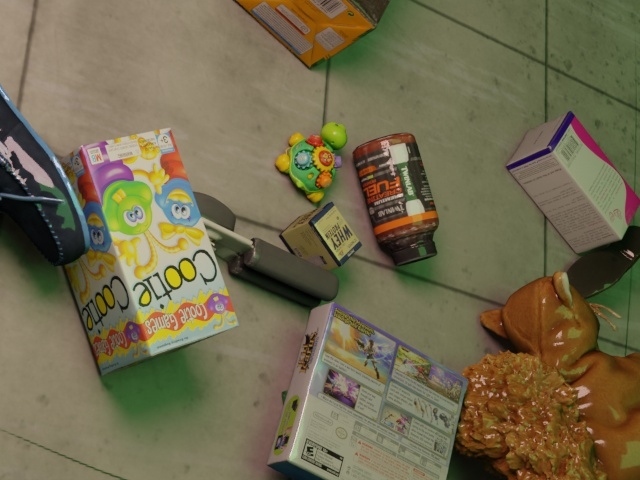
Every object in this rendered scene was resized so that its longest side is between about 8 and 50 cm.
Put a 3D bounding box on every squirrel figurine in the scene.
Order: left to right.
[{"bbox_3d":[0.376,0.241,2.037,0.397,0.281,0.371,-11,76,-43],"label":"squirrel figurine"}]

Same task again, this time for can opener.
[{"bbox_3d":[-0.092,0.013,1.859,0.280,0.074,0.093,29,58,-28],"label":"can opener"}]

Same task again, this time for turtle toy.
[{"bbox_3d":[-0.003,-0.128,1.980,0.095,0.066,0.130,44,54,-19],"label":"turtle toy"}]

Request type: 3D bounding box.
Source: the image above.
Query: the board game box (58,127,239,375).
[{"bbox_3d":[-0.240,0.015,1.685,0.142,0.144,0.275,-17,85,-39],"label":"board game box"}]

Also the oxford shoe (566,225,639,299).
[{"bbox_3d":[0.509,0.058,2.329,0.212,0.076,0.076,-31,62,-26],"label":"oxford shoe"}]

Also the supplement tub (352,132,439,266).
[{"bbox_3d":[0.124,-0.063,2.035,0.106,0.106,0.198,-12,83,-40],"label":"supplement tub"}]

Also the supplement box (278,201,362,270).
[{"bbox_3d":[0.000,0.000,1.930,0.083,0.083,0.056,55,50,-11],"label":"supplement box"}]

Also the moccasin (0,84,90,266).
[{"bbox_3d":[-0.422,-0.101,1.617,0.116,0.138,0.342,-33,83,-36],"label":"moccasin"}]

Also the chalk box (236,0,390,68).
[{"bbox_3d":[0.025,-0.451,2.039,0.180,0.179,0.289,41,53,-20],"label":"chalk box"}]

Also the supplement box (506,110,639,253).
[{"bbox_3d":[0.451,-0.100,2.303,0.220,0.114,0.111,48,51,-14],"label":"supplement box"}]

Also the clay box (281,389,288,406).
[{"bbox_3d":[0.053,0.273,1.903,0.222,0.053,0.128,2,74,-38],"label":"clay box"}]

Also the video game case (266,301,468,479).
[{"bbox_3d":[0.073,0.256,1.848,0.269,0.061,0.244,31,60,-26],"label":"video game case"}]
